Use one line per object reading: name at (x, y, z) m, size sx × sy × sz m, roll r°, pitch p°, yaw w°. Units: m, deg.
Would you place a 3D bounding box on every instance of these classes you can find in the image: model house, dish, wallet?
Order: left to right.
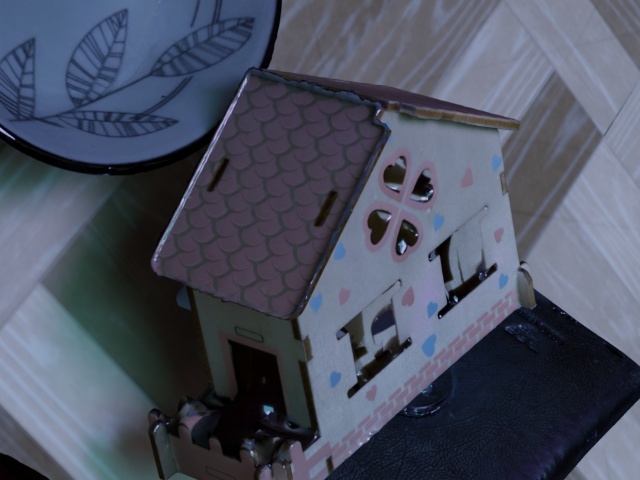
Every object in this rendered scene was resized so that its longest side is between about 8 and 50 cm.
dish at (-0.176, -0.193, 1.266) m, size 0.316 × 0.106 × 0.316 m, roll 7°, pitch 78°, yaw -38°
model house at (0.000, 0.000, 1.291) m, size 0.326 × 0.169 × 0.244 m, roll -37°, pitch 134°, yaw -35°
wallet at (0.110, 0.153, 1.447) m, size 0.172 × 0.045 × 0.318 m, roll 40°, pitch 56°, yaw 15°

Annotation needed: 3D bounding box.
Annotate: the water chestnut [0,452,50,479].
water chestnut at (-0.241, 0.222, 1.126) m, size 0.223 × 0.238 × 0.223 m, roll -53°, pitch 158°, yaw -33°
